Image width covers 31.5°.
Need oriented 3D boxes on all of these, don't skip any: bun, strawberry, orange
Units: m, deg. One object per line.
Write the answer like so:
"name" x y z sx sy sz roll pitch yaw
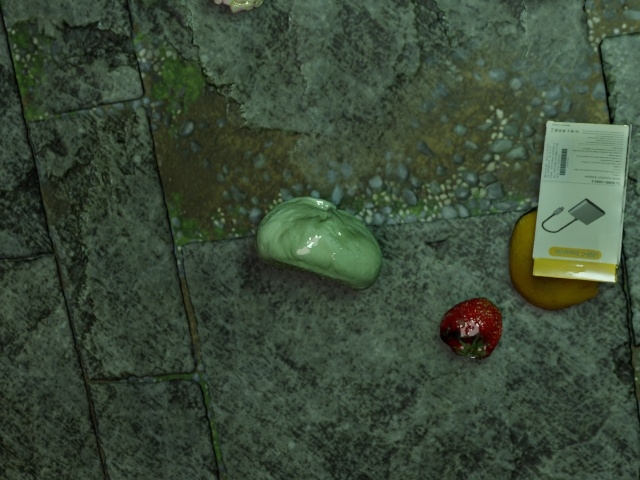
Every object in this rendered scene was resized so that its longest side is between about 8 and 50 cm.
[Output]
"bun" 0.000 0.000 1.845 0.212 0.204 0.126 20 85 -23
"strawberry" 0.245 0.137 1.835 0.106 0.106 0.106 5 105 17
"orange" 0.357 0.032 1.763 0.170 0.112 0.160 45 113 15

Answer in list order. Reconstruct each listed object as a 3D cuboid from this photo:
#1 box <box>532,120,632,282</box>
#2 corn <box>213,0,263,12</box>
"box" 0.391 -0.058 1.701 0.129 0.033 0.247 6 76 15
"corn" -0.072 -0.510 1.746 0.126 0.126 0.335 27 112 9
